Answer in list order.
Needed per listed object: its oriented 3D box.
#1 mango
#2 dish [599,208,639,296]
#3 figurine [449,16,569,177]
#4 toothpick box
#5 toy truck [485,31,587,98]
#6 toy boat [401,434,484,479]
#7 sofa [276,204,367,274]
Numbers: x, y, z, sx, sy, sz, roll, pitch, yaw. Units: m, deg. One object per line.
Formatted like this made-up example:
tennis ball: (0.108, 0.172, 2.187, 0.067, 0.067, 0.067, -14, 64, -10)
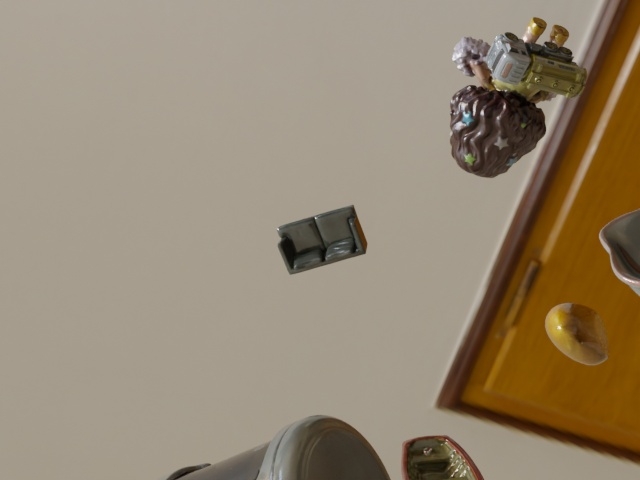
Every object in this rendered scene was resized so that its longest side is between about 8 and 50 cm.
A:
mango: (0.534, 0.197, 2.381, 0.217, 0.102, 0.141, 18, -131, -61)
dish: (0.430, 0.034, 1.289, 0.229, 0.081, 0.229, -5, -152, 3)
figurine: (0.260, -0.199, 1.576, 0.174, 0.240, 0.116, 18, -155, -13)
toothpick box: (-0.082, 0.346, 1.256, 0.229, 0.316, 0.229, 38, -142, -38)
toy truck: (0.277, -0.220, 1.449, 0.123, 0.052, 0.063, 11, -139, -15)
toy boat: (0.215, 0.439, 1.884, 0.136, 0.079, 0.392, -7, -160, -5)
sofa: (0.000, 0.000, 1.981, 0.147, 0.085, 0.060, -15, -162, 16)
